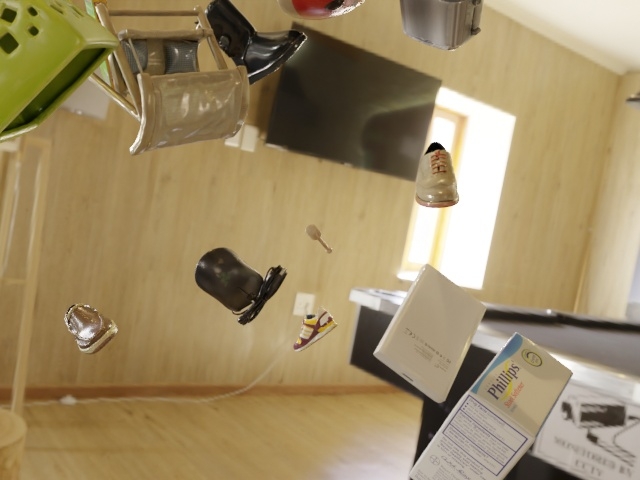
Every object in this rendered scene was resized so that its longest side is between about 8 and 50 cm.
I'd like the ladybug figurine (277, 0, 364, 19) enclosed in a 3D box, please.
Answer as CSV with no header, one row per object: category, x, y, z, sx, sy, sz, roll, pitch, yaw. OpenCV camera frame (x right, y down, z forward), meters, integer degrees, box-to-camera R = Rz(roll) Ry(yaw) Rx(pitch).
ladybug figurine,0.046,-0.648,1.525,0.162,0.305,0.449,30,41,8

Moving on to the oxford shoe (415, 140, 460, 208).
oxford shoe,0.329,-0.191,1.897,0.123,0.130,0.348,-4,24,4

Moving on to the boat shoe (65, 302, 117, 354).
boat shoe,-0.554,0.197,1.544,0.095,0.095,0.257,50,-22,-20

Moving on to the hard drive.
hard drive,0.325,0.261,1.914,0.233,0.353,0.047,37,-35,-2

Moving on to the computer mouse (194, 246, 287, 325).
computer mouse,-0.193,0.108,1.611,0.072,0.188,0.272,35,-2,40

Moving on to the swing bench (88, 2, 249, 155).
swing bench,-0.302,-0.326,1.324,0.253,0.165,0.254,-21,70,-45

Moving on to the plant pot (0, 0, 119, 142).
plant pot,-0.479,-0.304,1.009,0.207,0.228,0.227,47,8,-14

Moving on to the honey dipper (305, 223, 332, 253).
honey dipper,0.000,0.000,1.664,0.031,0.030,0.160,12,-15,21

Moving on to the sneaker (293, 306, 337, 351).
sneaker,-0.030,0.268,1.997,0.185,0.083,0.070,-39,-8,34

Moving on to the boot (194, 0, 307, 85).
boot,-0.172,-0.486,1.538,0.207,0.094,0.247,45,-30,-22

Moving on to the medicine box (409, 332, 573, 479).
medicine box,0.353,0.380,1.364,0.149,0.289,0.264,37,37,19

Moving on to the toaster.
toaster,0.266,-0.532,1.495,0.227,0.146,0.129,31,59,34

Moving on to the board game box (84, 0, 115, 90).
board game box,-0.447,-0.433,1.341,0.039,0.259,0.124,-19,45,-17
